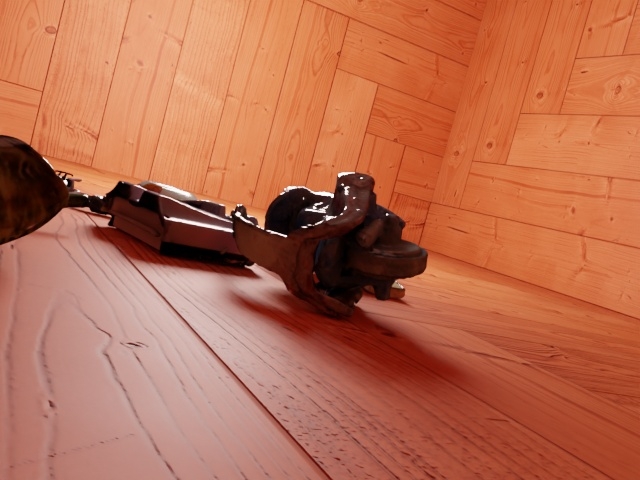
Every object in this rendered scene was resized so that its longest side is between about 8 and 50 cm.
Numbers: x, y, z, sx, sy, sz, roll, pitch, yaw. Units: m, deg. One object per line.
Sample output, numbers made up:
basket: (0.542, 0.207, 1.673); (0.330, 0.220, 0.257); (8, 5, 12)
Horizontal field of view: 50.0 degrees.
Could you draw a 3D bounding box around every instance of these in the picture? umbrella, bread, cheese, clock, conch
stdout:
umbrella: (-0.382, -0.060, 1.283); (0.144, 0.040, 0.037); (13, 13, -5)
bread: (0.102, 0.077, 1.252); (0.068, 0.028, 0.153); (14, 5, -13)
cheese: (-0.308, -0.075, 1.526); (0.286, 0.074, 0.189); (13, 6, -40)
clock: (-0.221, -0.028, 1.106); (0.186, 0.083, 0.253); (11, 6, -40)
conch: (-0.365, -0.051, 0.664); (0.181, 0.124, 0.187); (5, -29, 44)

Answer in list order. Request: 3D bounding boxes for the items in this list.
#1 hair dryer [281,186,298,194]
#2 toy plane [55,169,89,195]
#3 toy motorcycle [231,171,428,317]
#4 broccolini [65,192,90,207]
hair dryer: (-0.031, -0.003, 1.384); (0.189, 0.107, 0.344); (30, -11, -8)
toy plane: (-0.520, -0.105, 1.352); (0.197, 0.053, 0.078); (17, 12, 35)
toy motorcycle: (0.006, -0.023, 0.966); (0.241, 0.182, 0.319); (29, 6, -18)
broccolini: (-0.461, -0.070, 0.943); (0.271, 0.062, 0.123); (7, 22, -27)
